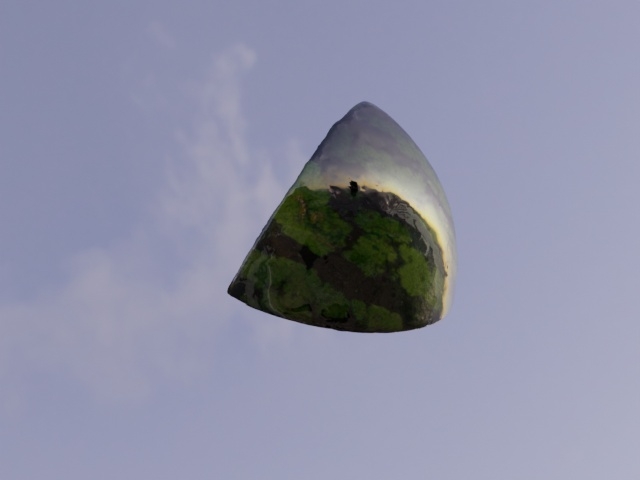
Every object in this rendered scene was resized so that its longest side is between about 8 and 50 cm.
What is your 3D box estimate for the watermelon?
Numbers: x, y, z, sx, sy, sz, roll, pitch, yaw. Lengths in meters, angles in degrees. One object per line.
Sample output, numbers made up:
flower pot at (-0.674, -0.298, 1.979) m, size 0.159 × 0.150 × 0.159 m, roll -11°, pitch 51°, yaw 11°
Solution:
watermelon at (0.000, 0.000, 0.742) m, size 0.135 × 0.125 × 0.094 m, roll -23°, pitch 7°, yaw -30°
